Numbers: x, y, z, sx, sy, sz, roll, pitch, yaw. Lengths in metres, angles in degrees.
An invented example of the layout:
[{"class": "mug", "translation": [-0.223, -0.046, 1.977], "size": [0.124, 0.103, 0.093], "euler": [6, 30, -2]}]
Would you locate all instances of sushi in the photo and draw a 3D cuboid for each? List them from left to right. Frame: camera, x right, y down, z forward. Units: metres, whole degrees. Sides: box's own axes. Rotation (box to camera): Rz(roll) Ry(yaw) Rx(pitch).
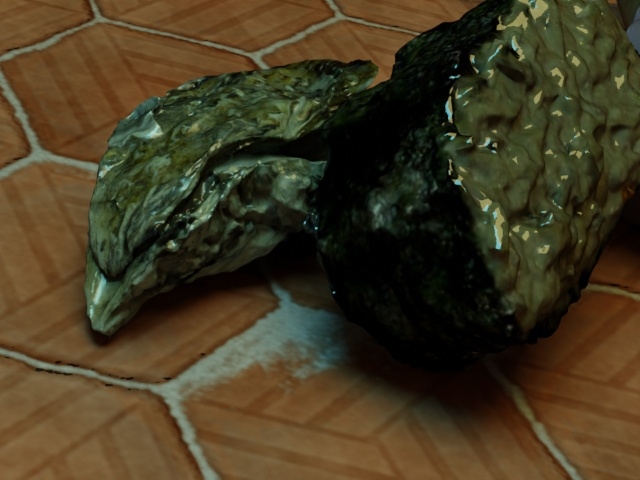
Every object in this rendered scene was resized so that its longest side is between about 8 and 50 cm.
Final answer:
[{"class": "sushi", "translation": [0.131, -0.062, 1.202], "size": [0.211, 0.171, 0.350], "euler": [50, 43, -12]}]

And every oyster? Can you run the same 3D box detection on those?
[{"class": "oyster", "translation": [-0.072, -0.048, 1.232], "size": [0.158, 0.162, 0.351], "euler": [57, 43, -13]}]

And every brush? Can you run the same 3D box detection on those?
[{"class": "brush", "translation": [0.000, 0.000, 1.286], "size": [0.083, 0.008, 0.024], "euler": [-17, 40, -38]}]

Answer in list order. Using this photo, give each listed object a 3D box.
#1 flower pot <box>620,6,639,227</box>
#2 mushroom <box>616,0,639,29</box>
[{"class": "flower pot", "translation": [0.367, -0.094, 1.365], "size": [0.243, 0.265, 0.265], "euler": [10, 31, 14]}, {"class": "mushroom", "translation": [0.412, -0.258, 1.683], "size": [0.243, 0.244, 0.243], "euler": [10, 33, -6]}]
